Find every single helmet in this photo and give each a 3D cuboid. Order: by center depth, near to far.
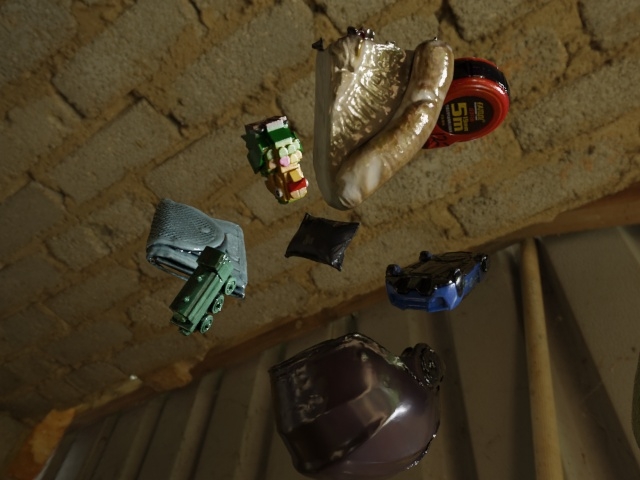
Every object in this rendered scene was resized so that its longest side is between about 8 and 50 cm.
[{"bbox_3d":[0.068,0.259,0.757,0.225,0.305,0.177,-39,-135,39],"label":"helmet"}]

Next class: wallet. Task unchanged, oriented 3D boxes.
[{"bbox_3d":[-0.292,-0.003,1.257,0.075,0.237,0.342,-60,-159,17],"label":"wallet"}]

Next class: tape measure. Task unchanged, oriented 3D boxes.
[{"bbox_3d":[0.370,-0.365,1.385,0.260,0.253,0.114,-7,-121,15],"label":"tape measure"}]

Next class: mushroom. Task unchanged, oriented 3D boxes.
[{"bbox_3d":[0.134,-0.263,1.213,0.313,0.397,0.224,3,-177,-13],"label":"mushroom"}]

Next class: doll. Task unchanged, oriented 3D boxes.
[{"bbox_3d":[-0.090,-0.162,1.048,0.106,0.186,0.134,-25,177,-29],"label":"doll"}]

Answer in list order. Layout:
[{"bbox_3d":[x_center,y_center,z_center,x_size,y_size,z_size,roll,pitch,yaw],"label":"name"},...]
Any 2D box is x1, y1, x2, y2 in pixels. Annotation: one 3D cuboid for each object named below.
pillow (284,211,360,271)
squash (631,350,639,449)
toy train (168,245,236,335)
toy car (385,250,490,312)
[{"bbox_3d":[0.000,-0.001,0.902,0.150,0.048,0.090,14,-124,50],"label":"pillow"},{"bbox_3d":[0.573,0.173,0.689,0.263,0.384,0.263,-14,-141,11],"label":"squash"},{"bbox_3d":[-0.231,0.102,1.015,0.071,0.111,0.170,21,-115,20],"label":"toy train"},{"bbox_3d":[0.166,0.054,0.714,0.103,0.063,0.216,1,-172,33],"label":"toy car"}]
